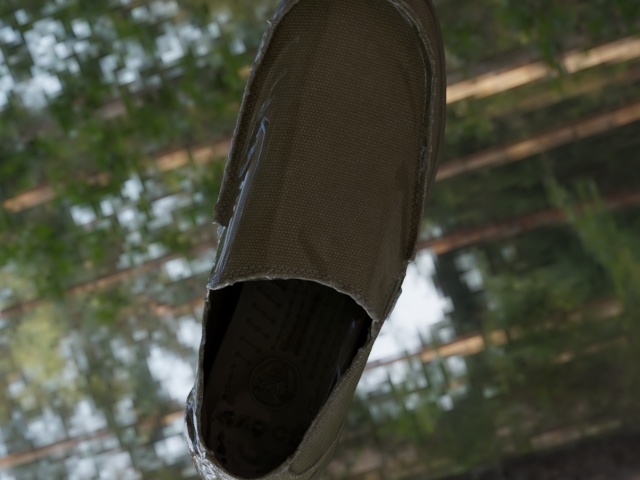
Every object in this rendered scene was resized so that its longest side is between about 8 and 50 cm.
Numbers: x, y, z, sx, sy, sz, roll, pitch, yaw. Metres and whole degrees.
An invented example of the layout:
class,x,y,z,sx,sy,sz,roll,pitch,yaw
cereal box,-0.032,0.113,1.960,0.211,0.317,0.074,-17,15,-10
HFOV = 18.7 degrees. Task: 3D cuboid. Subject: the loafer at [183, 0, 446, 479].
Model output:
class,x,y,z,sx,sy,sz,roll,pitch,yaw
loafer,0.000,0.000,0.492,0.050,0.056,0.148,-101,21,-83
